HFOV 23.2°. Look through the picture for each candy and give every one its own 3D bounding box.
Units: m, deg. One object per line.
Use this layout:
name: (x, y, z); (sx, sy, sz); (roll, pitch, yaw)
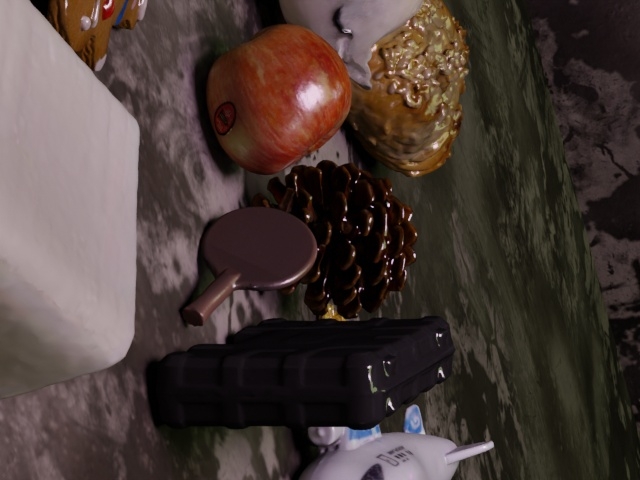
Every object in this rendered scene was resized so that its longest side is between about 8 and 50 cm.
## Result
candy: (-0.239, -0.061, 0.894); (0.359, 0.145, 0.208); (54, 32, -55)

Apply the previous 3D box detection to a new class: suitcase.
suitcase: (-0.006, 0.116, 1.404); (0.285, 0.206, 0.066); (-13, 101, -72)

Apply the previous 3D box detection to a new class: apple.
apple: (-0.042, -0.144, 1.534); (0.131, 0.146, 0.146); (56, 20, 1)

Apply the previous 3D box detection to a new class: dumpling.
dumpling: (0.039, -0.319, 1.746); (0.175, 0.243, 0.227); (28, 19, -11)

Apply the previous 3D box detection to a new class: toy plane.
toy plane: (0.070, 0.256, 1.642); (0.267, 0.122, 0.267); (25, 55, -42)

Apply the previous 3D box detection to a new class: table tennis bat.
table tennis bat: (-0.068, -0.014, 1.415); (0.170, 0.107, 0.119); (-49, 155, -41)

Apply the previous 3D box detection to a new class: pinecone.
pinecone: (0.000, -0.006, 1.581); (0.165, 0.163, 0.163); (17, 62, -42)

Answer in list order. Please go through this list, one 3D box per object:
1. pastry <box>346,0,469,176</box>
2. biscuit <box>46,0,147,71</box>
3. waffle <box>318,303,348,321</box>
pastry: (0.103, -0.228, 1.982); (0.311, 0.162, 0.255); (48, 34, -60)
biscuit: (-0.176, -0.206, 1.267); (0.205, 0.031, 0.138); (-59, 159, -66)
waffle: (0.015, 0.107, 1.769); (0.085, 0.016, 0.078); (49, 35, -56)
